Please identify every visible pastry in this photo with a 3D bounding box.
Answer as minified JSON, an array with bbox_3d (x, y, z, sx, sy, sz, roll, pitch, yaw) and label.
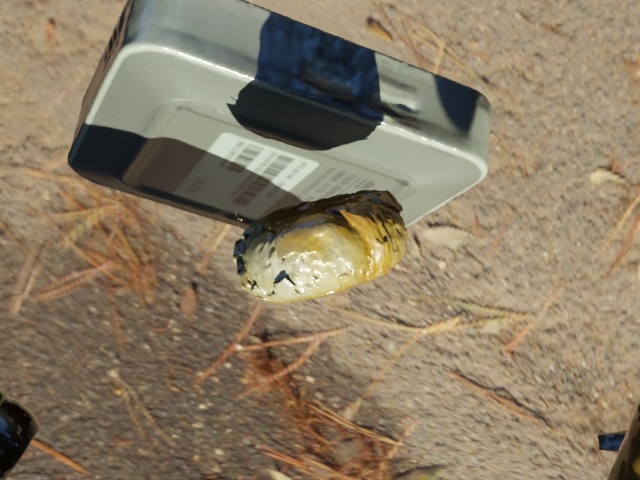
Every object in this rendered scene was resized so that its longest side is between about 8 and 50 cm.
[{"bbox_3d":[0.003,0.004,0.940,0.153,0.153,0.081,-9,93,13],"label":"pastry"}]

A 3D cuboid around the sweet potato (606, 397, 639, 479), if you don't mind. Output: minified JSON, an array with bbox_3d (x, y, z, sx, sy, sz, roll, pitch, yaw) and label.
[{"bbox_3d":[0.228,0.171,0.634,0.158,0.158,0.369,8,104,16],"label":"sweet potato"}]

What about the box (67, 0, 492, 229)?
[{"bbox_3d":[-0.058,-0.109,1.227,0.396,0.396,0.111,17,70,-16],"label":"box"}]

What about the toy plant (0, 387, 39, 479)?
[{"bbox_3d":[-0.358,0.164,1.077,0.162,0.093,0.093,35,88,-9],"label":"toy plant"}]

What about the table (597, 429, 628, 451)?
[{"bbox_3d":[0.385,0.152,0.871,0.249,0.317,0.317,-15,73,30],"label":"table"}]
